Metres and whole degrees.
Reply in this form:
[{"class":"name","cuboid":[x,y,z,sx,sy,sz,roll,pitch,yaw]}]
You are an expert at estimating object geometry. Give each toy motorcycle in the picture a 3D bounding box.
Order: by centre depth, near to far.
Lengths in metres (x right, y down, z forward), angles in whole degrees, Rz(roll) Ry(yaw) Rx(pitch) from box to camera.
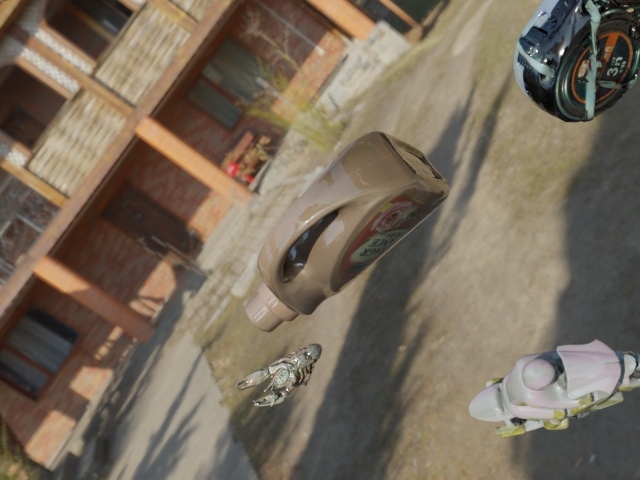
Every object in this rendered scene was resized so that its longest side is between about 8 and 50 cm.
[{"class":"toy motorcycle","cuboid":[0.255,0.158,0.891,0.225,0.152,0.073,-33,53,43]}]

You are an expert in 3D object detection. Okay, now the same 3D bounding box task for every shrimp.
[{"class":"shrimp","cuboid":[-0.035,0.133,0.798,0.092,0.038,0.029,-27,-12,1]}]

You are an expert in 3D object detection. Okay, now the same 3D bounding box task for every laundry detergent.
[{"class":"laundry detergent","cuboid":[0.000,0.000,0.780,0.237,0.076,0.171,-42,-20,17]}]

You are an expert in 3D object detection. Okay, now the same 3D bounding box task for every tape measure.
[{"class":"tape measure","cuboid":[0.174,-0.127,0.546,0.054,0.091,0.094,52,129,47]}]
